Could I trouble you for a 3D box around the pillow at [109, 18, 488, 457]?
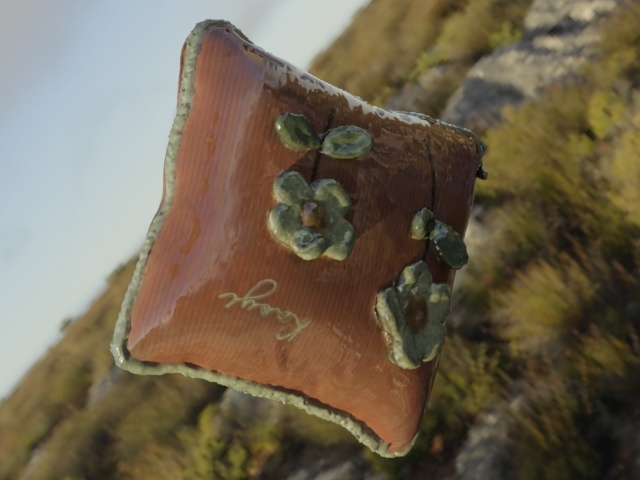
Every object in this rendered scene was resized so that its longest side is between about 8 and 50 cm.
[{"bbox_3d":[0.000,0.000,0.622,0.075,0.179,0.171,-9,64,53],"label":"pillow"}]
